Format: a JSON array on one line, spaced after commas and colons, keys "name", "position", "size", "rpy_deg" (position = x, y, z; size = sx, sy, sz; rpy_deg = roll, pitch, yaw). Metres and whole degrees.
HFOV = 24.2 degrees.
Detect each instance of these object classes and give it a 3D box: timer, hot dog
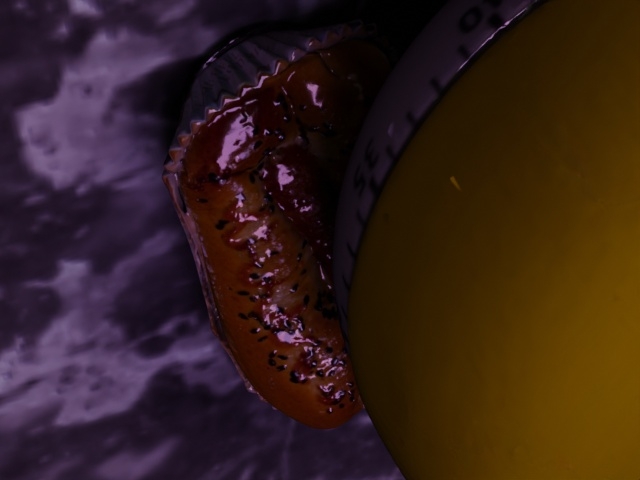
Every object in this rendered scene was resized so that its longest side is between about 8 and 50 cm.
[{"name": "timer", "position": [0.152, 0.040, 0.483], "size": [0.285, 0.285, 0.285], "rpy_deg": [-13, 130, -16]}, {"name": "hot dog", "position": [0.000, 0.000, 0.599], "size": [0.108, 0.059, 0.191], "rpy_deg": [-28, 131, -9]}]

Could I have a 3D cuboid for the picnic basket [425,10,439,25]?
[{"name": "picnic basket", "position": [0.113, -0.039, 0.620], "size": [0.110, 0.055, 0.193], "rpy_deg": [-29, 133, -1]}]
